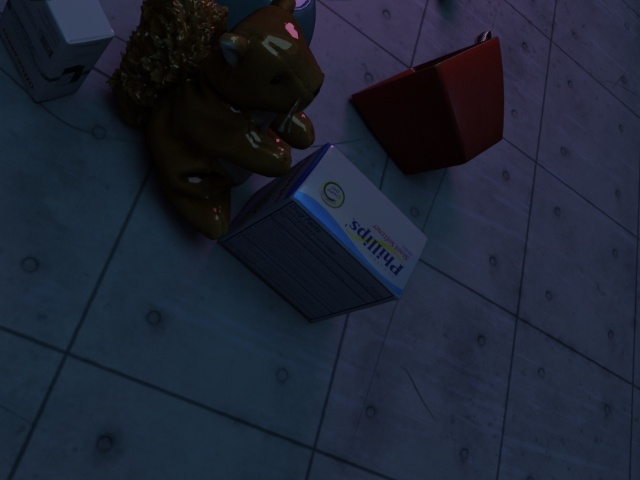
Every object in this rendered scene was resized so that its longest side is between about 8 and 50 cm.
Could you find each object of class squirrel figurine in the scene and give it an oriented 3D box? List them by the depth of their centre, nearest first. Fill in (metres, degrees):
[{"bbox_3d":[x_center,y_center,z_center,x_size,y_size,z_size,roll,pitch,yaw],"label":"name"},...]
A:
[{"bbox_3d":[-0.180,-0.271,1.101,0.397,0.370,0.281,43,55,1],"label":"squirrel figurine"}]

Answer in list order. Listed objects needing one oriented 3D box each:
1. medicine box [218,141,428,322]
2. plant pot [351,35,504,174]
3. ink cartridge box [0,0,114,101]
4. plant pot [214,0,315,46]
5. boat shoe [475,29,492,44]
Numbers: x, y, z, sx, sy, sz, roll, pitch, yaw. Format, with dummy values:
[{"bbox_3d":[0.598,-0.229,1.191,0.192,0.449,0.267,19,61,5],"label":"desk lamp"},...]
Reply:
[{"bbox_3d":[0.000,0.000,1.212,0.263,0.289,0.149,43,56,-16],"label":"medicine box"},{"bbox_3d":[0.284,-0.305,1.545,0.267,0.267,0.235,-33,107,-37],"label":"plant pot"},{"bbox_3d":[-0.443,-0.346,1.072,0.087,0.208,0.153,-27,92,-40],"label":"ink cartridge box"},{"bbox_3d":[-0.122,-0.484,1.346,0.290,0.195,0.290,12,68,-31],"label":"plant pot"},{"bbox_3d":[0.474,-0.545,1.873,0.049,0.043,0.137,21,65,-30],"label":"boat shoe"}]
